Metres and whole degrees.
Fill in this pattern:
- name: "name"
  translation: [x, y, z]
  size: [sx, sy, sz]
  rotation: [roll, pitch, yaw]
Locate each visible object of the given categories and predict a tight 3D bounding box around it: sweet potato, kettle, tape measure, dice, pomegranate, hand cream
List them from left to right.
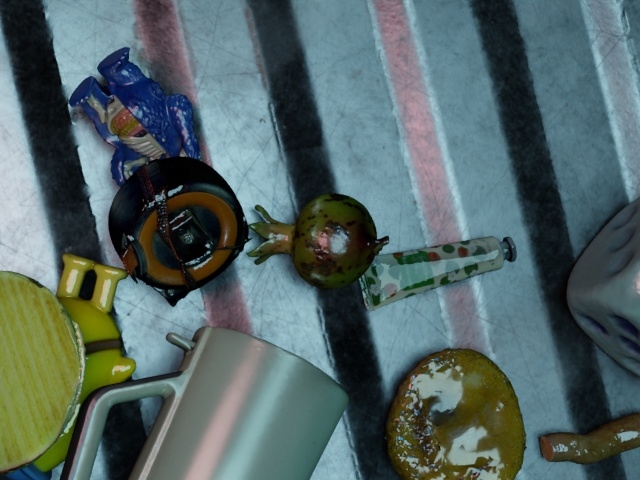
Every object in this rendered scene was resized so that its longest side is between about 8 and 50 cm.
- name: "tape measure"
  translation: [-0.216, -0.019, 1.702]
  size: [0.202, 0.135, 0.223]
  rotation: [-39, 134, -4]
- name: "kettle"
  translation: [-0.187, 0.322, 1.624]
  size: [0.361, 0.250, 0.376]
  rotation: [32, 69, -19]
- name: "pomegranate"
  translation: [-0.009, -0.004, 1.788]
  size: [0.220, 0.156, 0.156]
  rotation: [11, 83, -10]
- name: "hand cream"
  translation: [0.198, 0.044, 1.888]
  size: [0.276, 0.059, 0.095]
  rotation: [-14, 88, -11]
- name: "sweet potato"
  translation: [0.523, 0.344, 1.949]
  size: [0.281, 0.059, 0.067]
  rotation: [-10, 98, -14]
- name: "dice"
  translation: [0.602, 0.082, 1.884]
  size: [0.265, 0.262, 0.268]
  rotation: [41, 79, -9]

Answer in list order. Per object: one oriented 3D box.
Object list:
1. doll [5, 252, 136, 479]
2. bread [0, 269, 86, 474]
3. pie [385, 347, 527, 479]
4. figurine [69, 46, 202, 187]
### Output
- name: "doll"
  translation: [-0.383, 0.205, 1.671]
  size: [0.200, 0.145, 0.362]
  rotation: [14, 85, 12]
- name: "bread"
  translation: [-0.462, 0.185, 1.608]
  size: [0.302, 0.045, 0.301]
  rotation: [-3, 83, 23]
- name: "pie"
  translation: [0.228, 0.314, 1.866]
  size: [0.274, 0.069, 0.273]
  rotation: [1, 84, -15]
- name: "figurine"
  translation: [-0.274, -0.173, 1.751]
  size: [0.164, 0.121, 0.262]
  rotation: [-28, 112, -4]
